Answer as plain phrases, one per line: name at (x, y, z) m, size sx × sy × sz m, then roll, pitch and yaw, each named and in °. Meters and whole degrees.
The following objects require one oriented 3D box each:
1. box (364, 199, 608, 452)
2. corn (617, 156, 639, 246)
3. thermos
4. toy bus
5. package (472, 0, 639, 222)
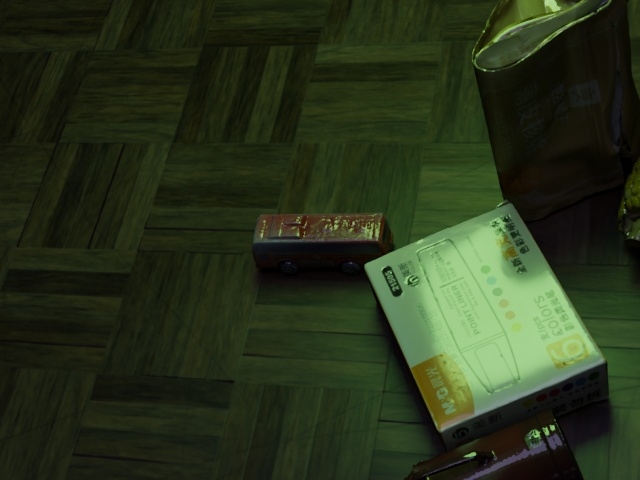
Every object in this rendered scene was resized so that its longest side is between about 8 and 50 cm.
box at (0.201, 0.108, 1.391) m, size 0.221 × 0.091 × 0.274 m, roll -25°, pitch 53°, yaw -1°
corn at (0.483, -0.107, 1.450) m, size 0.119 × 0.119 × 0.322 m, roll 24°, pitch 61°, yaw 29°
thermos at (0.171, 0.272, 1.270) m, size 0.232 × 0.124 × 0.099 m, roll -23°, pitch 50°, yaw 8°
toy bus at (0.000, 0.000, 1.532) m, size 0.192 × 0.077 × 0.065 m, roll -1°, pitch 53°, yaw 14°
package at (0.317, -0.180, 1.420) m, size 0.165 × 0.311 × 0.221 m, roll 14°, pitch 60°, yaw 27°
